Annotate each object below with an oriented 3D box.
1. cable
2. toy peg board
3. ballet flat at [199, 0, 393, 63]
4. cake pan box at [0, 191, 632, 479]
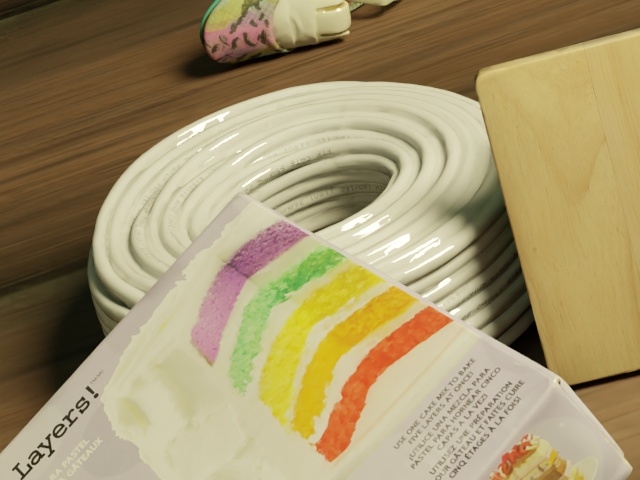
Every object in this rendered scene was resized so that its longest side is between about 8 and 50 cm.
[{"bbox_3d":[0.000,0.000,0.980,0.257,0.089,0.257,-10,30,14],"label":"cable"},{"bbox_3d":[0.172,-0.031,0.880,0.160,0.161,0.079,-14,14,8],"label":"toy peg board"},{"bbox_3d":[0.013,-0.190,1.332,0.221,0.077,0.079,-35,53,-29],"label":"ballet flat"},{"bbox_3d":[-0.045,0.126,0.737,0.267,0.070,0.245,-47,34,-7],"label":"cake pan box"}]
